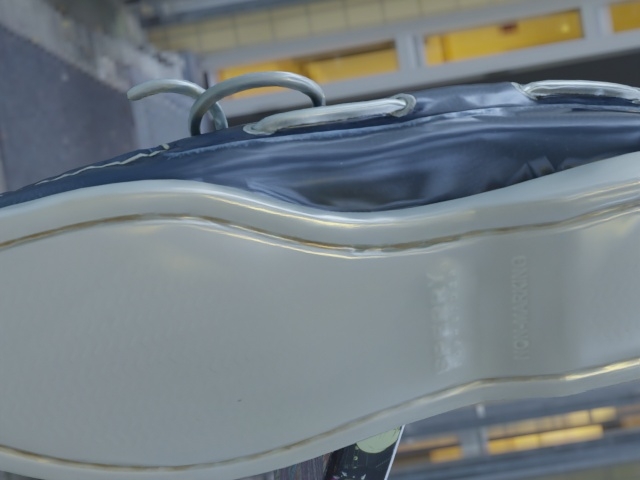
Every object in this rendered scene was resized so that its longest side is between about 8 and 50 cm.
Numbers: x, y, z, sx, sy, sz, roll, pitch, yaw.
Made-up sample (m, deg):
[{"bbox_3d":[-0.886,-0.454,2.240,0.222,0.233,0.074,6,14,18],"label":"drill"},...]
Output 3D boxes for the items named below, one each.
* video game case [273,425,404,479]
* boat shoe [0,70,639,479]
[{"bbox_3d":[0.014,0.118,1.171,0.232,0.042,0.210,-99,-155,-71],"label":"video game case"},{"bbox_3d":[0.000,0.000,0.475,0.079,0.254,0.095,-113,-167,-56],"label":"boat shoe"}]
